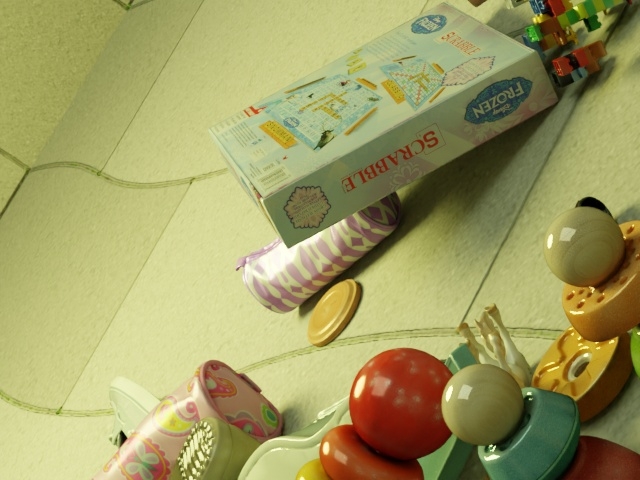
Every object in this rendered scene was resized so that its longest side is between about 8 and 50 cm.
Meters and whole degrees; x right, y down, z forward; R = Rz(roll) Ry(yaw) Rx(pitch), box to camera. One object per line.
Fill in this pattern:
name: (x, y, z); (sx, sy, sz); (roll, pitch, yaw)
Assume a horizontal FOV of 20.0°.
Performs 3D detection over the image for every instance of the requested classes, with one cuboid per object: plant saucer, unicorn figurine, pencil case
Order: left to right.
pencil case: (-0.169, 0.256, 1.955); (0.284, 0.124, 0.124); (-47, 22, 22)
pencil case: (0.000, 0.000, 2.021); (0.206, 0.088, 0.086); (-42, 25, 33)
plant saucer: (0.012, 0.077, 1.980); (0.083, 0.013, 0.083); (-44, 24, 25)
plant saucer: (0.094, 0.175, 1.506); (0.067, 0.018, 0.192); (62, 141, 41)
unicorn figurine: (0.150, 0.123, 1.515); (0.060, 0.111, 0.162); (-18, 17, 30)

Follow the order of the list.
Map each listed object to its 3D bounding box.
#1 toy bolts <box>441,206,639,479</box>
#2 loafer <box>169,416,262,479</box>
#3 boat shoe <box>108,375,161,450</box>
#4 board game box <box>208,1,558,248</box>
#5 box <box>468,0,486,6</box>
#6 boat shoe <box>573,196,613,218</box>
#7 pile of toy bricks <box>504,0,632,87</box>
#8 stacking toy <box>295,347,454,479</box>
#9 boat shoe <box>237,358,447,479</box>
toy bolts: (0.173, 0.095, 1.379); (0.218, 0.158, 0.228); (-19, 37, 58)
loafer: (-0.123, 0.294, 1.845); (0.102, 0.092, 0.268); (-98, 30, -48)
boat shoe: (-0.216, 0.222, 2.163); (0.081, 0.079, 0.227); (-53, 23, -8)
board game box: (0.056, -0.134, 1.957); (0.318, 0.066, 0.318); (-29, 21, -3)
box: (0.253, -0.436, 1.960); (0.191, 0.143, 0.381); (-32, 16, 46)
boat shoe: (0.234, 0.004, 1.558); (0.042, 0.049, 0.133); (-55, 15, 23)
pile of toy bricks: (0.259, -0.228, 1.819); (0.105, 0.118, 0.212); (-25, 7, 2)
stacking toy: (0.010, 0.232, 1.469); (0.330, 0.141, 0.141); (-65, 18, 15)
boat shoe: (0.034, 0.201, 1.674); (0.099, 0.116, 0.319); (-16, -20, -43)
